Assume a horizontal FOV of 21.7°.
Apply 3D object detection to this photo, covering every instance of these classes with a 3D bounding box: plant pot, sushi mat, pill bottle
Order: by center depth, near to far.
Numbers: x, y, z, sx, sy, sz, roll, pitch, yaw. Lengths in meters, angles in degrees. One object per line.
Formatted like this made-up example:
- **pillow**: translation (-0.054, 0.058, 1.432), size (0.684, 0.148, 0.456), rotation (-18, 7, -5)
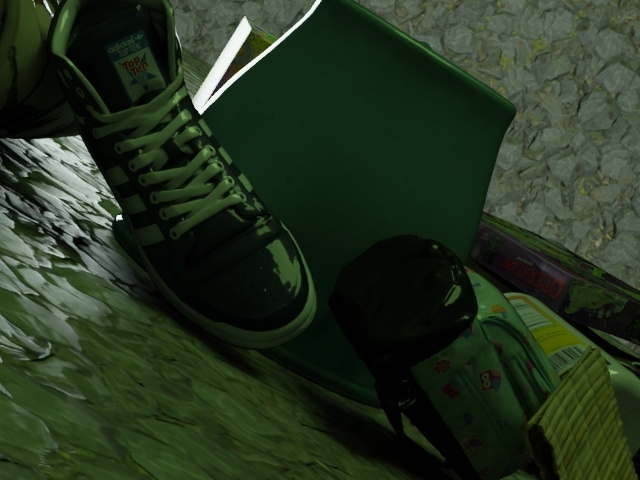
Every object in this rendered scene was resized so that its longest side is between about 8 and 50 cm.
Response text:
- **sushi mat**: translation (0.181, 0.162, 1.092), size (0.316, 0.019, 0.151), rotation (-17, 93, -74)
- **plant pot**: translation (0.017, -0.047, 1.329), size (0.271, 0.255, 0.271), rotation (33, 6, -4)
- **pill bottle**: translation (0.191, 0.123, 1.500), size (0.117, 0.117, 0.215), rotation (28, 8, -35)

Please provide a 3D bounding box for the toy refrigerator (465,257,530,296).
- **toy refrigerator**: translation (0.176, 0.065, 1.986), size (0.102, 0.094, 0.269), rotation (35, 8, -14)

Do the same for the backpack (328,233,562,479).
- **backpack**: translation (0.098, 0.092, 1.171), size (0.182, 0.115, 0.152), rotation (55, 6, -27)

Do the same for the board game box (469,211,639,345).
- **board game box**: translation (0.261, 0.037, 1.846), size (0.208, 0.056, 0.347), rotation (26, 6, -27)

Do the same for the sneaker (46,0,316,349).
- **sneaker**: translation (-0.101, -0.059, 1.147), size (0.282, 0.099, 0.153), rotation (53, -17, 29)

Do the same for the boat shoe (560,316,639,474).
- **boat shoe**: translation (0.325, 0.188, 1.727), size (0.355, 0.132, 0.130), rotation (24, 16, 0)

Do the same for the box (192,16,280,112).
- **box**: translation (-0.018, -0.130, 2.137), size (0.290, 0.177, 0.279), rotation (31, 8, -10)

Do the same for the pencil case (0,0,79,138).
- **pencil case**: translation (-0.259, -0.169, 1.290), size (0.410, 0.159, 0.184), rotation (-32, 99, -83)
